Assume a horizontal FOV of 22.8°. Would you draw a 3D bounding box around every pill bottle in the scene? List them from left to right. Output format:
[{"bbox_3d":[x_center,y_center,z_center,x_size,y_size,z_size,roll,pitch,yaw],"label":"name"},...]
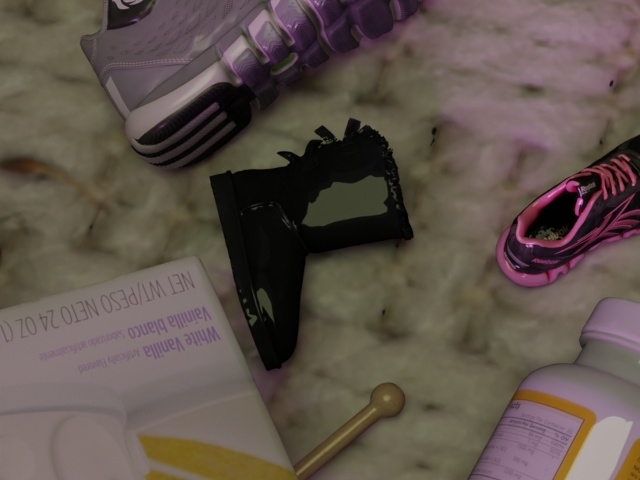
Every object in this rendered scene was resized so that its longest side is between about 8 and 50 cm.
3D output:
[{"bbox_3d":[0.122,0.124,0.747,0.103,0.103,0.184,27,76,16],"label":"pill bottle"}]

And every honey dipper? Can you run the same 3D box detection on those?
[{"bbox_3d":[-0.021,0.126,0.806,0.160,0.030,0.030,-40,71,-10],"label":"honey dipper"}]

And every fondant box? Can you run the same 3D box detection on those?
[{"bbox_3d":[-0.106,0.191,0.685,0.238,0.096,0.330,-16,65,-20],"label":"fondant box"}]

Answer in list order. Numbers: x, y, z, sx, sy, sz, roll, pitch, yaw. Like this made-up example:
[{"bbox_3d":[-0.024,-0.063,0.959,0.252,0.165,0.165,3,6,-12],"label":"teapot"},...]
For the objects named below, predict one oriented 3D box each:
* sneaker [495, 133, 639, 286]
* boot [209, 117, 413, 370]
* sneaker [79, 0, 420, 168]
[{"bbox_3d":[0.144,-0.022,0.821,0.119,0.057,0.047,-36,68,-7],"label":"sneaker"},{"bbox_3d":[0.000,0.001,0.840,0.099,0.045,0.121,-15,69,-1],"label":"boot"},{"bbox_3d":[-0.037,-0.154,0.877,0.228,0.086,0.132,-35,68,-4],"label":"sneaker"}]
